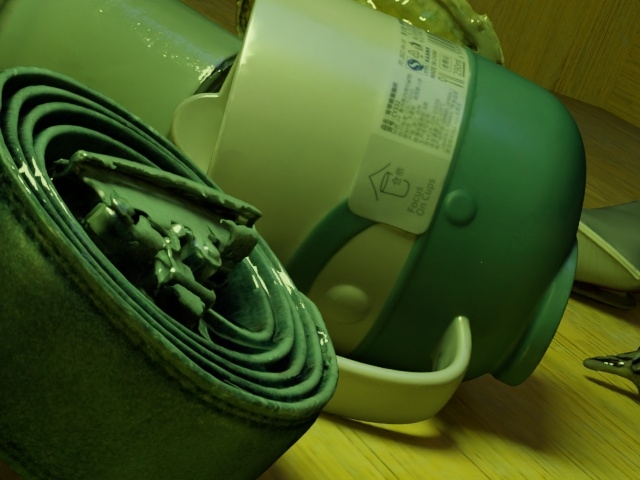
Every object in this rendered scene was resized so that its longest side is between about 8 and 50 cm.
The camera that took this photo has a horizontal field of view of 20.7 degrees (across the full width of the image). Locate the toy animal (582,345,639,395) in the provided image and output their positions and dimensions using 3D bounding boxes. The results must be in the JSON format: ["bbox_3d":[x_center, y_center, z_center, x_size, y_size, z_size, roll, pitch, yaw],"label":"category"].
[{"bbox_3d":[0.277,0.089,1.329,0.137,0.098,0.098,24,12,11],"label":"toy animal"}]

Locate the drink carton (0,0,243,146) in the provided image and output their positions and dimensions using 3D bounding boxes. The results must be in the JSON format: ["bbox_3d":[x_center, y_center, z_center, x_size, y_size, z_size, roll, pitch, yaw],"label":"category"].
[{"bbox_3d":[-0.157,-0.126,1.359,0.190,0.185,0.191,38,14,16],"label":"drink carton"}]

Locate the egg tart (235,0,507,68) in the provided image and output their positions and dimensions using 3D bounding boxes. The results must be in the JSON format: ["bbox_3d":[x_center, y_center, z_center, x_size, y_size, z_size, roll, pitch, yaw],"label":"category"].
[{"bbox_3d":[0.037,-0.154,1.723,0.315,0.315,0.120,25,52,13],"label":"egg tart"}]

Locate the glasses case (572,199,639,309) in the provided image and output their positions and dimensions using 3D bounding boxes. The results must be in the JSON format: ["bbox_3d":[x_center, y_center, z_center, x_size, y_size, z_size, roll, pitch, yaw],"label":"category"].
[{"bbox_3d":[0.289,0.017,1.710,0.128,0.083,0.308,34,15,23],"label":"glasses case"}]

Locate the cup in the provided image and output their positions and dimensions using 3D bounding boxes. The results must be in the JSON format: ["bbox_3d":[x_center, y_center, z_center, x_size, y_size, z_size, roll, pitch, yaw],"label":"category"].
[{"bbox_3d":[0.024,-0.012,1.098,0.258,0.219,0.289,21,42,-7],"label":"cup"}]

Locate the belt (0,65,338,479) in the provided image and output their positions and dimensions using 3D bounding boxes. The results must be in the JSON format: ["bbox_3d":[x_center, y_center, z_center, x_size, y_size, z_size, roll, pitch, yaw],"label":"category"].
[{"bbox_3d":[-0.086,0.023,0.790,0.206,0.116,0.267,52,14,13],"label":"belt"}]
